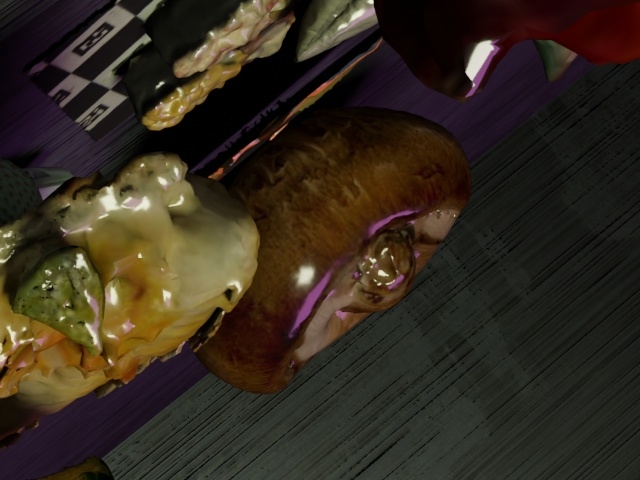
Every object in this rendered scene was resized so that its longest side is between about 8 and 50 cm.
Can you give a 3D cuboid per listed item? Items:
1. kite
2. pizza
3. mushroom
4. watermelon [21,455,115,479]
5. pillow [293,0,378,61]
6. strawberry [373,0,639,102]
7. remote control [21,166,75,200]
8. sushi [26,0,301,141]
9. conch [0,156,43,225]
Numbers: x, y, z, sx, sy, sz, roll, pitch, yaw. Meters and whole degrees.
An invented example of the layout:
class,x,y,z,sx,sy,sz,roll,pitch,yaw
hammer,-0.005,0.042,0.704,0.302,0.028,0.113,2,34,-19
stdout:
class,x,y,z,sx,sy,sz,roll,pitch,yaw
kite,0.000,-0.096,1.213,0.377,0.013,0.327,-34,-172,47
pizza,-0.190,0.075,0.840,0.392,0.080,0.435,-27,178,11
mushroom,0.000,0.000,1.481,0.253,0.153,0.253,-41,172,-7
watermelon,-0.178,0.182,0.880,0.232,0.127,0.204,-22,-176,43
pillow,0.053,-0.159,1.043,0.148,0.050,0.229,-39,-178,14
strawberry,0.115,-0.166,0.371,0.310,0.291,0.292,-25,177,11
remote control,-0.194,0.019,1.012,0.166,0.029,0.065,-45,166,25
sushi,-0.043,-0.106,0.969,0.193,0.040,0.210,-40,174,-5
conch,-0.164,-0.007,0.877,0.076,0.056,0.085,-36,171,16
